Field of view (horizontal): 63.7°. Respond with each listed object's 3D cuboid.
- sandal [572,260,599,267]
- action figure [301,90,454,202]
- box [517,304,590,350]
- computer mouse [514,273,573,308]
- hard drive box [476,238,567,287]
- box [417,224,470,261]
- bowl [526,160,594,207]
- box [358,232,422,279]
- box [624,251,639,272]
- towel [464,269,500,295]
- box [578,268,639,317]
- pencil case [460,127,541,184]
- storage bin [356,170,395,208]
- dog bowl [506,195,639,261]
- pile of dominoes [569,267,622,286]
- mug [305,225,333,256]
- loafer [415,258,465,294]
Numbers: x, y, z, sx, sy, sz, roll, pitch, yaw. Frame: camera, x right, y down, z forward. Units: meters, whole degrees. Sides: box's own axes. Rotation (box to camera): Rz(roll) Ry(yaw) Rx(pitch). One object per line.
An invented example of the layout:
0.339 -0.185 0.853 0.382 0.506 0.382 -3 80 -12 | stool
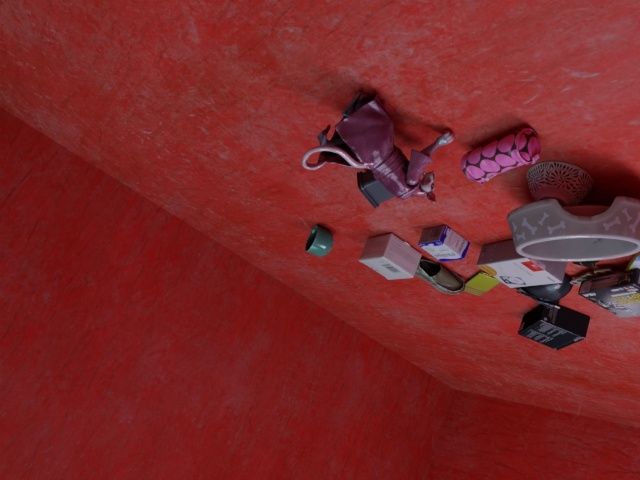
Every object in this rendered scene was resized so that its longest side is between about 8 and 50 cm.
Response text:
0.827 0.037 1.599 0.090 0.060 0.219 20 175 31 | sandal
0.183 -0.219 1.417 0.370 0.276 0.248 43 151 -9 | action figure
0.971 0.360 2.161 0.184 0.103 0.261 25 160 9 | box
0.847 0.193 1.932 0.188 0.072 0.272 23 160 8 | computer mouse
0.696 0.078 1.795 0.181 0.089 0.232 31 159 -17 | hard drive box
0.460 0.014 1.929 0.137 0.072 0.126 33 159 -22 | box
0.626 -0.129 1.373 0.170 0.080 0.170 22 159 9 | bowl
0.295 0.071 2.191 0.181 0.119 0.182 33 159 -22 | box
0.980 0.075 1.525 0.109 0.042 0.178 16 159 22 | box
0.677 0.183 2.182 0.102 0.021 0.237 18 159 1 | towel
0.977 0.174 1.638 0.183 0.056 0.231 29 161 -8 | box
0.466 -0.213 1.333 0.098 0.095 0.209 64 155 -3 | pencil case
0.193 -0.187 1.728 0.091 0.098 0.135 -20 139 24 | storage bin
0.682 -0.021 1.375 0.349 0.102 0.349 4 166 1 | dog bowl
0.996 0.167 1.715 0.251 0.040 0.196 19 159 3 | pile of dominoes
0.003 -0.002 2.363 0.097 0.158 0.129 24 138 -14 | mug
0.502 0.153 2.193 0.251 0.094 0.087 24 164 3 | loafer
